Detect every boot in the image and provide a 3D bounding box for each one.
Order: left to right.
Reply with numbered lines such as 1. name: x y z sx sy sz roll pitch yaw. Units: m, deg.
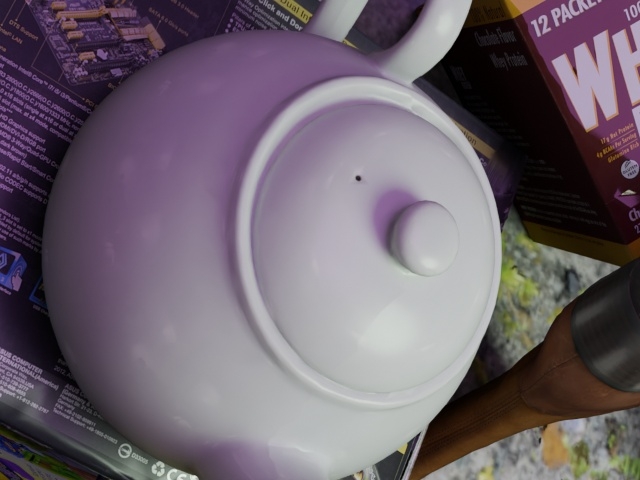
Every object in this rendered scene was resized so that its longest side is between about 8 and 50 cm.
1. boot: 0.204 0.078 0.846 0.264 0.280 0.096 -20 75 -33

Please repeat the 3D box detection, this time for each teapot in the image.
1. teapot: 0.000 0.000 0.664 0.252 0.187 0.256 -32 101 -33

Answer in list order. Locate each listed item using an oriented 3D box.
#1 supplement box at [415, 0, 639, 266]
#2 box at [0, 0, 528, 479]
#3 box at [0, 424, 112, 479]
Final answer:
1. supplement box: 0.183 -0.104 0.891 0.129 0.191 0.194 -30 100 -7
2. box: -0.088 -0.012 0.777 0.395 0.097 0.318 32 69 -25
3. box: -0.145 0.258 0.605 0.279 0.177 0.290 33 84 -25
